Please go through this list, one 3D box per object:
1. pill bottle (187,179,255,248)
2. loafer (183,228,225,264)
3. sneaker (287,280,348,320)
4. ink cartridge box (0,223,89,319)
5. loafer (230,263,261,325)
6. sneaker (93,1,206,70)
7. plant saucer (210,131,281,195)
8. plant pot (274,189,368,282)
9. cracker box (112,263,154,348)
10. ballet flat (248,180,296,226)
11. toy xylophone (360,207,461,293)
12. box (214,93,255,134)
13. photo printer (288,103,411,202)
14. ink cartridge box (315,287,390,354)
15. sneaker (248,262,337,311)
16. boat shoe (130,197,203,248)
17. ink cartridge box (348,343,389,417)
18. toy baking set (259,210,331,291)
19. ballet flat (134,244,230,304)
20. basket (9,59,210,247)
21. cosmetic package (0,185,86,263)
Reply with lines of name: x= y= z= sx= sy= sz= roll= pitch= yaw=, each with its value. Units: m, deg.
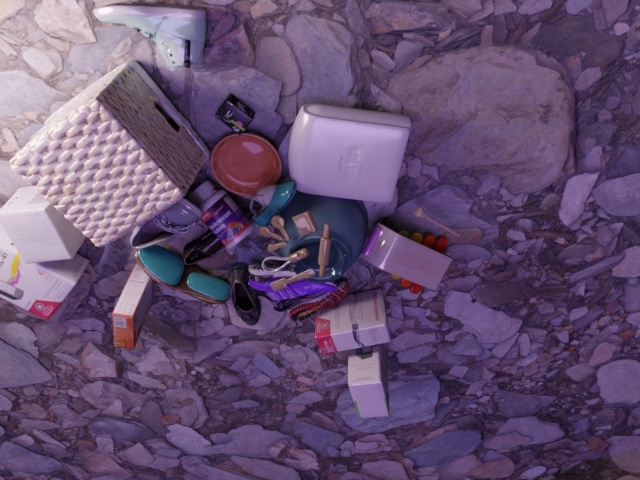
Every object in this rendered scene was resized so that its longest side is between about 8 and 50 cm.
pill bottle: x=-0.292 y=-0.079 z=1.508 sx=0.108 sy=0.108 sz=0.193 roll=-36 pitch=101 yaw=25
loafer: x=-0.344 y=0.018 z=1.617 sx=0.220 sy=0.078 sz=0.080 roll=-33 pitch=120 yaw=23
sneaker: x=-0.012 y=0.182 z=1.735 sx=0.225 sy=0.093 sz=0.088 roll=-22 pitch=145 yaw=-4
ink cartridge box: x=-0.944 y=0.088 z=1.647 sx=0.306 sy=0.131 sz=0.226 roll=33 pitch=121 yaw=-24
loafer: x=-0.262 y=0.204 z=1.754 sx=0.096 sy=0.084 sz=0.267 roll=-4 pitch=127 yaw=3
sneaker: x=-0.400 y=-0.479 z=1.225 sx=0.256 sy=0.094 sz=0.151 roll=3 pitch=121 yaw=-5
plant saucer: x=-0.209 y=-0.218 z=1.462 sx=0.200 sy=0.037 sz=0.200 roll=1 pitch=128 yaw=1
plant pot: x=0.000 y=0.000 z=1.527 sx=0.293 sy=0.196 sz=0.293 roll=0 pitch=128 yaw=0
cracker box: x=-0.600 y=0.211 z=1.671 sx=0.067 sy=0.232 sz=0.156 roll=10 pitch=127 yaw=-5
ballet flat: x=-0.150 y=-0.107 z=1.474 sx=0.087 sy=0.083 sz=0.247 roll=23 pitch=151 yaw=-16
toy xylophone: x=0.293 y=0.033 z=1.573 sx=0.322 sy=0.081 sz=0.236 roll=32 pitch=95 yaw=-33
box: x=-0.225 y=-0.333 z=1.366 sx=0.083 sy=0.052 sz=0.062 roll=35 pitch=121 yaw=-22
photo printer: x=0.067 y=-0.235 z=1.401 sx=0.307 sy=0.107 sz=0.256 roll=7 pitch=127 yaw=-5
ink cartridge box: x=0.108 y=0.271 z=1.745 sx=0.237 sy=0.172 sz=0.100 roll=-12 pitch=128 yaw=10
sneaker: x=-0.093 y=0.162 z=1.681 sx=0.293 sy=0.102 sz=0.146 roll=7 pitch=100 yaw=4
boat shoe: x=-0.448 y=-0.046 z=1.480 sx=0.320 sy=0.103 sz=0.118 roll=-11 pitch=140 yaw=44
ink cartridge box: x=0.170 y=0.449 z=1.818 sx=0.114 sy=0.273 sz=0.198 roll=-9 pitch=126 yaw=10
toy baking set: x=-0.068 y=0.031 z=1.415 sx=0.196 sy=0.030 sz=0.256 roll=6 pitch=118 yaw=10
ballet flat: x=-0.458 y=0.122 z=1.693 sx=0.342 sy=0.116 sz=0.124 roll=27 pitch=148 yaw=-23
basket: x=-0.520 y=-0.216 z=1.328 sx=0.331 sy=0.266 sz=0.328 roll=-27 pitch=121 yaw=18
cosmetic package: x=-0.809 y=-0.051 z=1.525 sx=0.151 sy=0.151 sz=0.184 roll=-6 pitch=126 yaw=5
